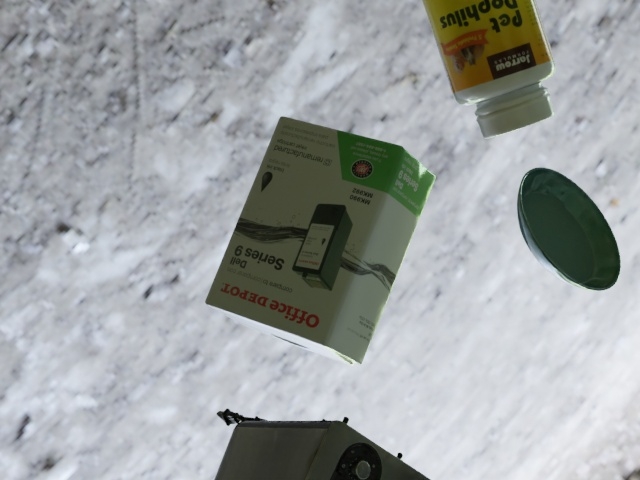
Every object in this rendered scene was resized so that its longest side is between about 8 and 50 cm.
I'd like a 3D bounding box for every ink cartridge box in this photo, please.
[{"bbox_3d":[0.000,0.000,1.732,0.121,0.211,0.289,34,75,-58],"label":"ink cartridge box"}]

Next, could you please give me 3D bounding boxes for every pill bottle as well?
[{"bbox_3d":[0.184,-0.225,1.377,0.117,0.215,0.117,-19,-175,2],"label":"pill bottle"}]

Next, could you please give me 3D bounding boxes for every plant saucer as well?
[{"bbox_3d":[0.204,-0.006,1.063,0.119,0.119,0.021,-16,163,-49],"label":"plant saucer"}]

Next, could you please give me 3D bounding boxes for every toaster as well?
[{"bbox_3d":[0.001,0.232,1.103,0.168,0.185,0.110,37,64,-27],"label":"toaster"}]
